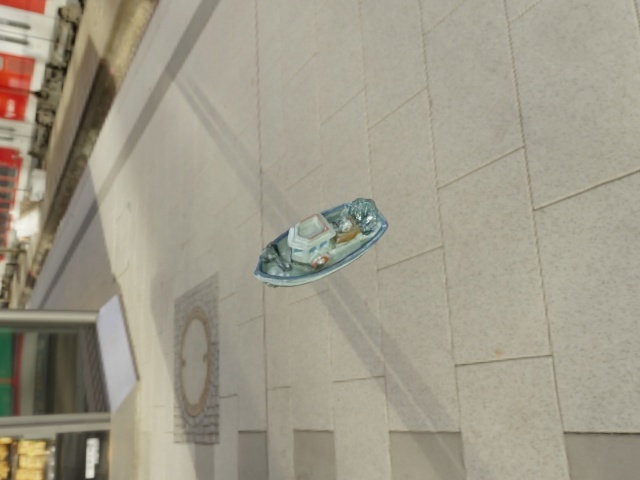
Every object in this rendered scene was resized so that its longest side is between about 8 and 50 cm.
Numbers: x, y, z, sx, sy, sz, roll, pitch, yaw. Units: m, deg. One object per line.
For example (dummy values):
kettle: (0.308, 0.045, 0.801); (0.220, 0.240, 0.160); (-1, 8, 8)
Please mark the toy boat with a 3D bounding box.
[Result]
toy boat: (0.000, 0.000, 0.579); (0.059, 0.140, 0.066); (53, 160, 26)
